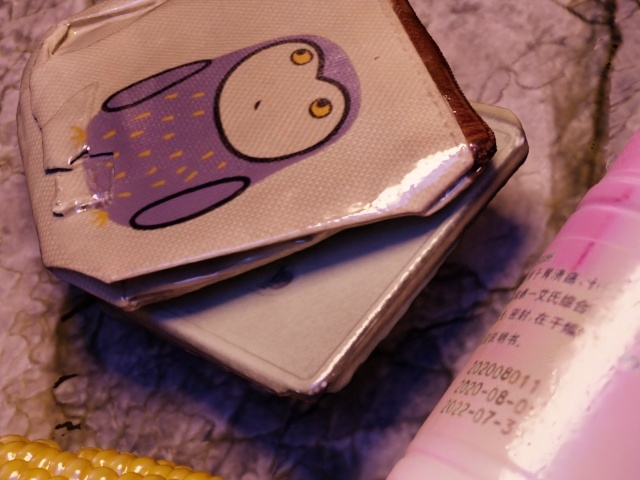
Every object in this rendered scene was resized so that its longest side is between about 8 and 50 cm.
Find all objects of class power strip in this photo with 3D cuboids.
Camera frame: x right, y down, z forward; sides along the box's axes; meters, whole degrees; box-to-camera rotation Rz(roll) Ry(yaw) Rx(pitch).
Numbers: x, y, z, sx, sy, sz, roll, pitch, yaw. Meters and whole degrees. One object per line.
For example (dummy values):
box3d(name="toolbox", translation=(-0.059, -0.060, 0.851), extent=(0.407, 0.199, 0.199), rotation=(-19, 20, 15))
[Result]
box3d(name="power strip", translation=(0.000, 0.000, 1.015), extent=(0.198, 0.064, 0.213), rotation=(21, 62, 44))

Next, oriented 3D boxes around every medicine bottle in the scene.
box3d(name="medicine bottle", translation=(0.164, 0.069, 0.909), extent=(0.152, 0.152, 0.254), rotation=(32, 75, 24))

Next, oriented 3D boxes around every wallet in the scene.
box3d(name="wallet", translation=(-0.053, -0.097, 1.043), extent=(0.275, 0.068, 0.335), rotation=(-27, 42, 4))

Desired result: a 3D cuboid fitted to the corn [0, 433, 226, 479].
box3d(name="corn", translation=(-0.048, 0.186, 0.916), extent=(0.347, 0.130, 0.130), rotation=(17, 70, 23))
